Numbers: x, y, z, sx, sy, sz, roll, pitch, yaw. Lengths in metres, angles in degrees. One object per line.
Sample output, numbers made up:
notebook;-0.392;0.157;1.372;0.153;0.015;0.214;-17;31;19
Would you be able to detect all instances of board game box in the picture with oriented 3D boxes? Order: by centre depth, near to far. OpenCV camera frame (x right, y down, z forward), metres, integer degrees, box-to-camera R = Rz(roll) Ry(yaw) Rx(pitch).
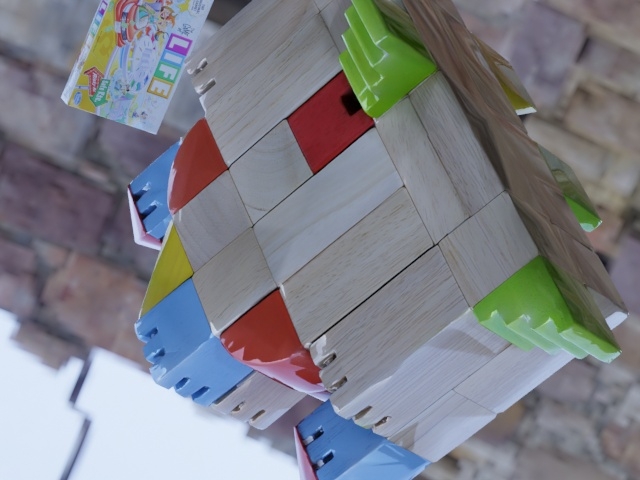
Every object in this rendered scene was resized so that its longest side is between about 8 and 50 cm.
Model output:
board game box;-0.185;-0.195;1.979;0.103;0.154;0.026;17;-166;-29

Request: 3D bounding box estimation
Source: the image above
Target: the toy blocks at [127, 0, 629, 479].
toy blocks;0.000;0.000;1.155;0.191;0.261;0.381;30;-153;-46
